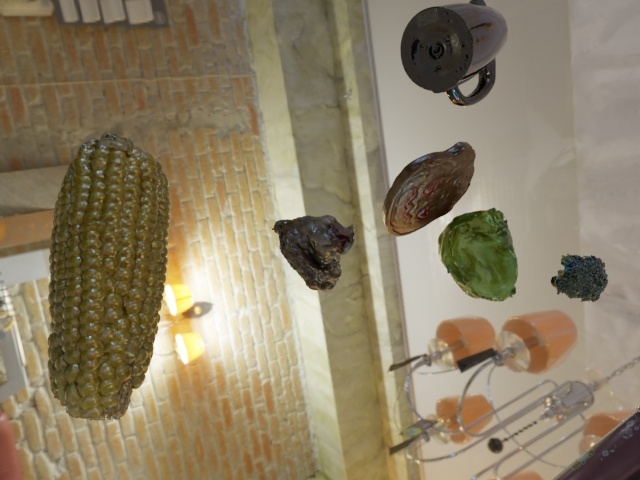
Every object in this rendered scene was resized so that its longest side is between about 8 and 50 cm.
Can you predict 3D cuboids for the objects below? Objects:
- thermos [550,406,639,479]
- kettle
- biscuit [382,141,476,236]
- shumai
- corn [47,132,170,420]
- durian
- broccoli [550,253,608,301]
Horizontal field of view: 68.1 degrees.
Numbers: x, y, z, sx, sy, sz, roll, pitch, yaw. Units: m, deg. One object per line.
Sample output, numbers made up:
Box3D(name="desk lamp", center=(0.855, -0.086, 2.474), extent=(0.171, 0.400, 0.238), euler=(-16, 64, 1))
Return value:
Box3D(name="thermos", center=(0.502, 0.354, 0.759), extent=(0.330, 0.136, 0.109), euler=(-45, -139, 7))
Box3D(name="kettle", center=(0.286, -0.367, 0.929), extent=(0.144, 0.232, 0.202), euler=(-1, -66, 46))
Box3D(name="biscuit", center=(0.271, -0.115, 1.187), extent=(0.049, 0.257, 0.273), euler=(59, -16, 30))
Box3D(name="shumai", center=(0.003, 0.003, 1.230), extent=(0.184, 0.185, 0.218), euler=(47, 9, -38))
Box3D(name="corn", center=(-0.244, 0.026, 0.553), extent=(0.130, 0.130, 0.346), euler=(135, -46, -59))
Box3D(name="durian", center=(0.440, 0.053, 1.343), extent=(0.340, 0.205, 0.255), euler=(32, 40, -82))
Box3D(name="broccoli", center=(0.728, 0.108, 1.356), extent=(0.154, 0.167, 0.160), euler=(37, -26, -17))
